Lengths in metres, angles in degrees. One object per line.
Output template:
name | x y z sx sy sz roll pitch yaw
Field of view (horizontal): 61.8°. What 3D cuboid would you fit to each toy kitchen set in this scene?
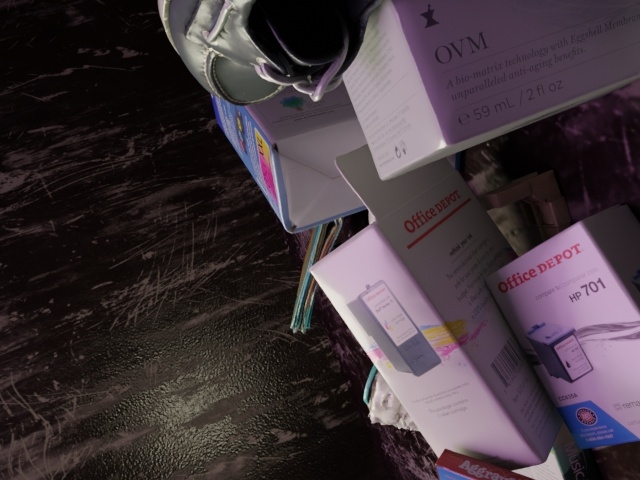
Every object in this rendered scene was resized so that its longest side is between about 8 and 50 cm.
toy kitchen set | 0.223 -0.026 0.600 0.068 0.075 0.083 -171 59 -77

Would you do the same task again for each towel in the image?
towel | 0.000 0.000 1.171 0.370 0.040 0.271 -82 9 -69

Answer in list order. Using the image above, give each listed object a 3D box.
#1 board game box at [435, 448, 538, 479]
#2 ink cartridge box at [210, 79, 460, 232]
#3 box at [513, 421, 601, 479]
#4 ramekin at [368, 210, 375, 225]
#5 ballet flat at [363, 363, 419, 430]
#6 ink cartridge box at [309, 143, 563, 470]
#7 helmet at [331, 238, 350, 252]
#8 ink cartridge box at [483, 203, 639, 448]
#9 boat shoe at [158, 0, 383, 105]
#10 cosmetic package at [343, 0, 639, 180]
board game box | 0.245 0.287 0.474 0.281 0.027 0.145 5 123 40
ink cartridge box | -0.008 -0.213 0.807 0.151 0.270 0.395 87 158 -43
box | 0.341 0.359 0.823 0.321 0.059 0.232 67 168 -3
ramekin | 0.160 -0.006 0.834 0.207 0.109 0.207 158 90 -78
ballet flat | 0.184 0.195 0.821 0.147 0.147 0.409 67 -157 4
ink cartridge box | 0.133 0.055 0.614 0.119 0.207 0.353 -37 86 43
helmet | 0.089 0.072 1.149 0.169 0.162 0.169 158 90 -78
ink cartridge box | 0.267 0.083 0.507 0.190 0.082 0.139 63 148 15
boat shoe | -0.028 -0.135 0.327 0.319 0.116 0.099 154 98 -73
cosmetic package | 0.121 -0.194 0.389 0.138 0.224 0.224 163 85 -78
